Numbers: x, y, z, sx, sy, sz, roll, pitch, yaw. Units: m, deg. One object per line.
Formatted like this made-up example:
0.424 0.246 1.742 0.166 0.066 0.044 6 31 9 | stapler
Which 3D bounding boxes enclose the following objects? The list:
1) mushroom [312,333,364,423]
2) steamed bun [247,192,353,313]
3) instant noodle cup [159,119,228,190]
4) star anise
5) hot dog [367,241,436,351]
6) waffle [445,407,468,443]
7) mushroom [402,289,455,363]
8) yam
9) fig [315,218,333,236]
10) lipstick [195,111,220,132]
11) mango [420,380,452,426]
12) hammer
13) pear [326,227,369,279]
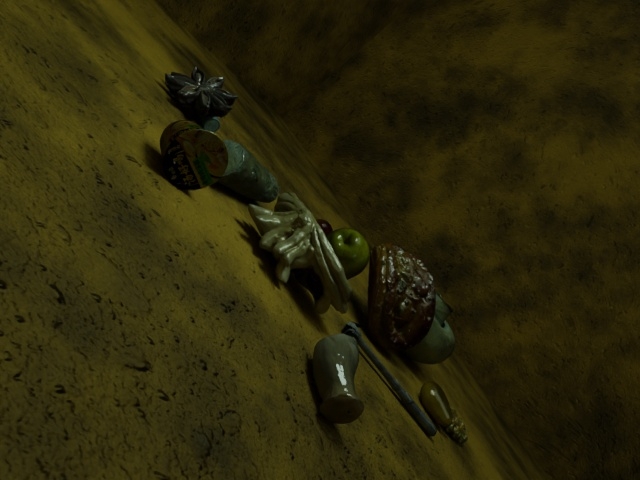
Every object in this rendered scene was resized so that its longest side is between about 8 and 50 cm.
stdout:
0.032 0.278 1.069 0.108 0.096 0.247 48 15 -17 | mushroom
-0.077 0.009 1.392 0.247 0.189 0.428 86 -21 -52 | steamed bun
-0.307 -0.209 1.182 0.151 0.151 0.122 40 6 -47 | instant noodle cup
-0.407 -0.487 1.701 0.223 0.109 0.236 -15 58 -39 | star anise
0.271 0.190 1.776 0.266 0.174 0.388 16 63 -27 | hot dog
0.460 0.636 1.790 0.192 0.046 0.161 42 16 -31 | waffle
0.390 0.317 1.999 0.352 0.260 0.352 49 6 -7 | mushroom
-0.221 -0.192 1.512 0.133 0.133 0.330 56 10 24 | yam
-0.030 -0.026 1.904 0.119 0.152 0.119 4 90 -73 | fig
-0.427 -0.489 1.817 0.068 0.061 0.274 8 39 -39 | lipstick
0.392 0.552 1.697 0.103 0.076 0.161 31 26 -43 | mango
0.205 0.414 1.492 0.427 0.044 0.152 52 10 -1 | hammer
0.081 0.048 1.808 0.198 0.198 0.198 49 11 -12 | pear
